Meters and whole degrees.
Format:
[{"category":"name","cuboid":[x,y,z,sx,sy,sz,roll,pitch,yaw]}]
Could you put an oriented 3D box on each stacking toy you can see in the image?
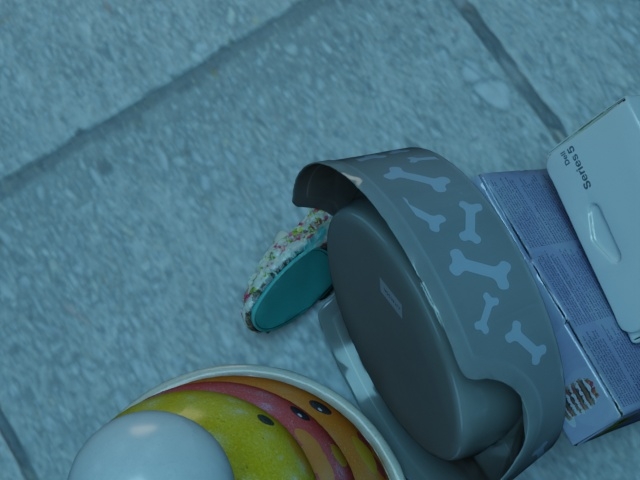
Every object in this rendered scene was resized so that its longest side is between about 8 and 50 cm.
[{"category":"stacking toy","cuboid":[-0.096,0.238,1.043,0.351,0.480,0.350,-1,74,4]}]

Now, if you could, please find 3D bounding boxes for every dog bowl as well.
[{"category":"dog bowl","cuboid":[0.096,0.073,1.161,0.102,0.349,0.348,-24,72,-17]}]

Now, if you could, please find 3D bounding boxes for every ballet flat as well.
[{"category":"ballet flat","cuboid":[0.000,0.000,1.327,0.241,0.091,0.077,-42,44,-12]}]

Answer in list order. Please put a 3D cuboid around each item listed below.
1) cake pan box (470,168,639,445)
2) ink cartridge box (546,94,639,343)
[{"category":"cake pan box","cuboid":[0.256,0.044,1.210,0.070,0.246,0.266,-40,71,35]},{"category":"ink cartridge box","cuboid":[0.372,-0.030,1.204,0.273,0.115,0.198,-8,68,-40]}]
